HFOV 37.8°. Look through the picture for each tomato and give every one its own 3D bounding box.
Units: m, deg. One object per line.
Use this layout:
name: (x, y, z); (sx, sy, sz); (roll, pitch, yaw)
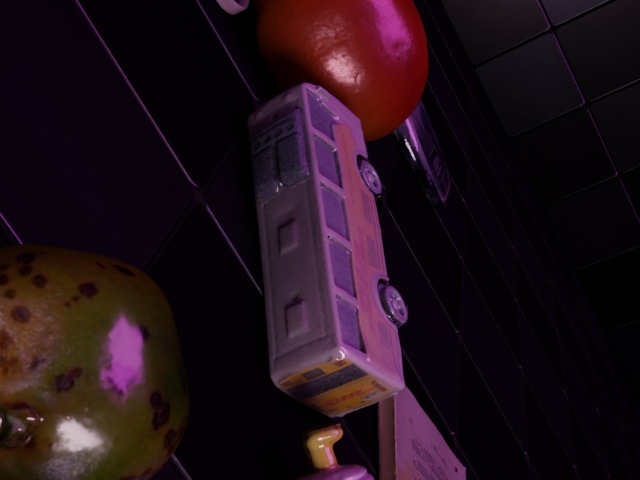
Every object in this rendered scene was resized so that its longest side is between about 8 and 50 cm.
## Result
tomato: (0.031, -0.253, 1.155); (0.260, 0.180, 0.260); (53, 21, -31)

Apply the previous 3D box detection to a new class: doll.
doll: (0.023, 0.243, 0.715); (0.129, 0.081, 0.207); (118, -45, -73)

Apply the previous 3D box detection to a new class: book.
book: (0.115, 0.296, 0.968); (0.201, 0.026, 0.289); (54, 23, -30)

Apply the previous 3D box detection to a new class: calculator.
calculator: (0.166, -0.178, 1.625); (0.268, 0.040, 0.177); (65, 21, -15)

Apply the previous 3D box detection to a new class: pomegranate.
pomegranate: (-0.127, 0.061, 0.479); (0.143, 0.122, 0.169); (37, 24, 4)

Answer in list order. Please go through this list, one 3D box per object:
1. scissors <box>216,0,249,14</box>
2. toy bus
scissors: (-0.106, -0.358, 1.137); (0.118, 0.030, 0.242); (58, 25, -22)
toy bus: (0.000, 0.000, 0.919); (0.138, 0.097, 0.342); (34, 38, -45)
